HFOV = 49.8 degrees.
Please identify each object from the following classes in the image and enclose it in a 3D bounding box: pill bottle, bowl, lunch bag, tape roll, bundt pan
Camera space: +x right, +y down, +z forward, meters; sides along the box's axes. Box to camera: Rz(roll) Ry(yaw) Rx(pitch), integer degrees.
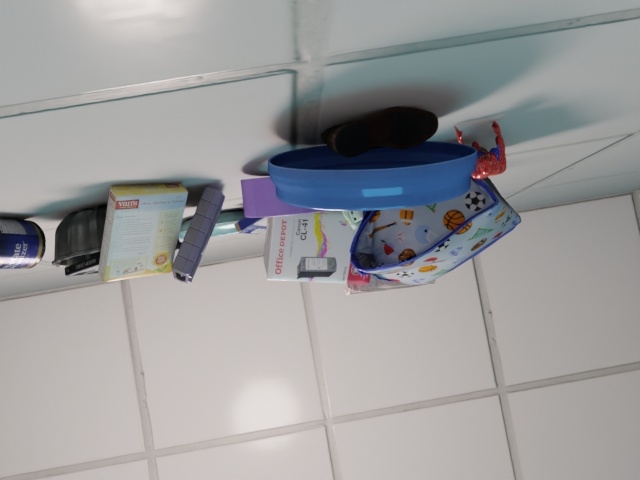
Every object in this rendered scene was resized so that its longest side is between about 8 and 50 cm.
[{"bbox_3d":[-0.767,0.007,1.616,0.123,0.122,0.219,-12,175,22],"label":"pill bottle"},{"bbox_3d":[0.097,-0.128,1.301,0.391,0.077,0.391,-4,-166,1],"label":"bowl"},{"bbox_3d":[0.281,-0.036,1.793,0.385,0.239,0.328,-41,155,17],"label":"lunch bag"},{"bbox_3d":[-0.044,-0.112,1.597,0.275,0.090,0.275,-5,-175,0],"label":"tape roll"},{"bbox_3d":[-0.530,-0.019,1.787,0.331,0.124,0.331,-10,176,-1],"label":"bundt pan"}]

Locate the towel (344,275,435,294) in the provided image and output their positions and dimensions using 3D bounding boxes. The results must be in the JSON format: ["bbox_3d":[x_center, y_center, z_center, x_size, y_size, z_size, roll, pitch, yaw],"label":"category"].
[{"bbox_3d":[0.205,-0.006,2.192,0.317,0.331,0.053,-6,174,-23],"label":"towel"}]

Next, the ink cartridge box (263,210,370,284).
[{"bbox_3d":[0.000,0.000,1.993,0.306,0.226,0.131,2,-155,-11],"label":"ink cartridge box"}]

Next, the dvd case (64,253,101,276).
[{"bbox_3d":[-0.521,0.055,1.771,0.179,0.029,0.239,-5,172,-45],"label":"dvd case"}]

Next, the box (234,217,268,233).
[{"bbox_3d":[-0.137,-0.085,2.089,0.225,0.036,0.136,-28,170,17],"label":"box"}]

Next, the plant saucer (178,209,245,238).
[{"bbox_3d":[-0.322,-0.054,2.255,0.318,0.043,0.317,-9,175,-1],"label":"plant saucer"}]

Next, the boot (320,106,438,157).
[{"bbox_3d":[0.107,-0.210,1.300,0.219,0.082,0.106,-13,-162,-20],"label":"boot"}]

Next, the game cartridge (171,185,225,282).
[{"bbox_3d":[-0.320,-0.007,1.809,0.068,0.230,0.355,27,169,-7],"label":"game cartridge"}]

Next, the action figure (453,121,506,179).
[{"bbox_3d":[0.368,-0.221,1.560,0.091,0.139,0.280,-15,-164,18],"label":"action figure"}]

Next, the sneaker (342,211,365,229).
[{"bbox_3d":[0.040,-0.097,1.858,0.256,0.151,0.094,-10,177,18],"label":"sneaker"}]

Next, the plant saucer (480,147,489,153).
[{"bbox_3d":[0.402,-0.231,1.824,0.083,0.015,0.083,-10,176,-1],"label":"plant saucer"}]

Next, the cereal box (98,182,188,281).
[{"bbox_3d":[-0.412,-0.019,1.596,0.173,0.240,0.047,-6,-142,-37],"label":"cereal box"}]
